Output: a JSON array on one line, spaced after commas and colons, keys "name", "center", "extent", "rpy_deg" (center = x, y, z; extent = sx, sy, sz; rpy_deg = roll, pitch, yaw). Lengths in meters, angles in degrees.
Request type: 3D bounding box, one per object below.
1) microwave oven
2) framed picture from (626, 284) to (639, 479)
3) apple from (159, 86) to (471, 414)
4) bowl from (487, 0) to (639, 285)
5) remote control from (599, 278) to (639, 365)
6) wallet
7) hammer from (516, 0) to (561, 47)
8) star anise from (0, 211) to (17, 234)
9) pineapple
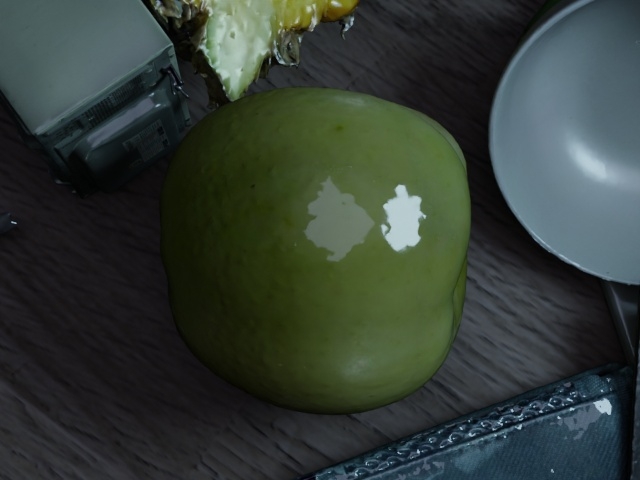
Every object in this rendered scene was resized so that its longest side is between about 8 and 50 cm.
[{"name": "microwave oven", "center": [-0.215, -0.150, 1.038], "extent": [0.145, 0.240, 0.194], "rpy_deg": [-32, 83, -8]}, {"name": "framed picture", "center": [0.388, 0.201, 1.059], "extent": [0.244, 0.013, 0.324], "rpy_deg": [4, 91, -8]}, {"name": "apple", "center": [0.000, 0.000, 1.002], "extent": [0.254, 0.292, 0.292], "rpy_deg": [0, 80, 9]}, {"name": "bowl", "center": [0.302, -0.113, 1.069], "extent": [0.286, 0.144, 0.287], "rpy_deg": [8, 120, 14]}, {"name": "remote control", "center": [0.325, 0.124, 1.124], "extent": [0.067, 0.029, 0.261], "rpy_deg": [-16, 79, -5]}, {"name": "wallet", "center": [0.158, 0.271, 1.070], "extent": [0.342, 0.075, 0.237], "rpy_deg": [-19, 88, -7]}, {"name": "hammer", "center": [0.299, -0.296, 1.158], "extent": [0.206, 0.119, 0.336], "rpy_deg": [36, 88, 4]}, {"name": "star anise", "center": [-0.417, -0.037, 1.064], "extent": [0.359, 0.139, 0.316], "rpy_deg": [-42, 115, -19]}, {"name": "pineapple", "center": [-0.114, -0.257, 1.089], "extent": [0.344, 0.209, 0.286], "rpy_deg": [7, 91, -33]}]
